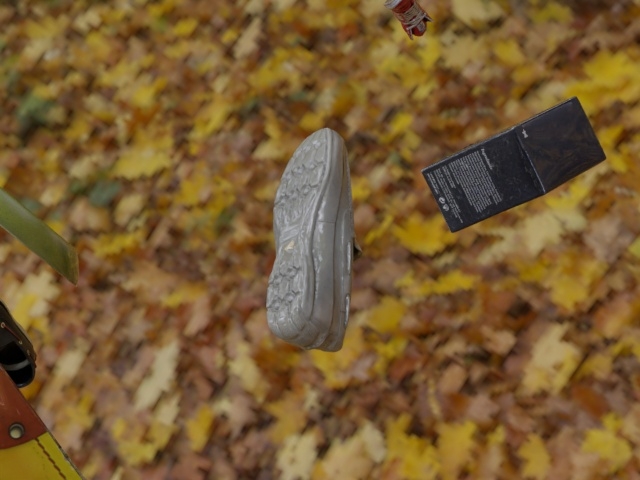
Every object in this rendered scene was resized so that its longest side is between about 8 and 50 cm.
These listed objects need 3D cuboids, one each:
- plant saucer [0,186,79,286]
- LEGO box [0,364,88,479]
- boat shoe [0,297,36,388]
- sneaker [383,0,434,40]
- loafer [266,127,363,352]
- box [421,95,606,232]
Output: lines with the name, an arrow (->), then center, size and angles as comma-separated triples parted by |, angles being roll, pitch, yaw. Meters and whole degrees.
plant saucer -> -0.374, -0.033, 1.885 | 0.037, 0.241, 0.241 | -50, 33, -7
LEGO box -> -0.348, 0.307, 0.886 | 0.500, 0.193, 0.372 | -34, -8, -21
boat shoe -> -0.284, 0.081, 1.352 | 0.049, 0.133, 0.042 | -24, 50, 8
sneaker -> 0.119, -0.301, 2.091 | 0.042, 0.067, 0.118 | -38, 3, 8
loafer -> 0.000, 0.000, 2.123 | 0.112, 0.111, 0.319 | -20, 53, 45
box -> 0.239, -0.093, 1.948 | 0.158, 0.093, 0.156 | -25, 1, 43
